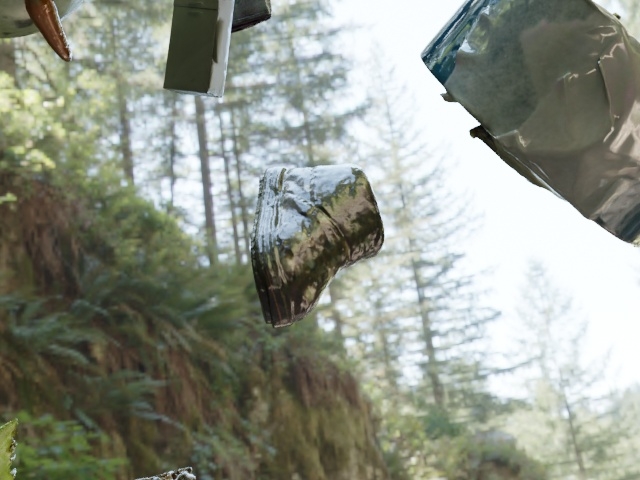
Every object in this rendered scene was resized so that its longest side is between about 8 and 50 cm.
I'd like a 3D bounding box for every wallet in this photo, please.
[{"bbox_3d":[-0.157,-0.517,1.894,0.111,0.165,0.030,-12,-20,14],"label":"wallet"}]

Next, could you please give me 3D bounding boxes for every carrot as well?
[{"bbox_3d":[-0.334,-0.264,1.124,0.035,0.035,0.142,-8,-31,1],"label":"carrot"}]

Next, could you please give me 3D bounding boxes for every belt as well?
[{"bbox_3d":[0.272,-0.146,0.944,0.173,0.300,0.436,-50,-15,21],"label":"belt"}]

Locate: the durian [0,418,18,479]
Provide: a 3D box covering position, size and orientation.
[{"bbox_3d":[-0.273,0.301,0.617,0.158,0.351,0.169,3,-46,-12],"label":"durian"}]

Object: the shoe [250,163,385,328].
[{"bbox_3d":[0.000,0.000,1.670,0.237,0.384,0.171,-5,-52,4],"label":"shoe"}]

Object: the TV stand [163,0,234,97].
[{"bbox_3d":[-0.195,-0.377,1.504,0.083,0.269,0.088,7,5,12],"label":"TV stand"}]

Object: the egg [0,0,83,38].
[{"bbox_3d":[-0.419,-0.411,1.176,0.288,0.287,0.379,2,-1,-27],"label":"egg"}]

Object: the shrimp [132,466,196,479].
[{"bbox_3d":[-0.239,0.351,1.119,0.066,0.117,0.262,3,2,25],"label":"shrimp"}]
